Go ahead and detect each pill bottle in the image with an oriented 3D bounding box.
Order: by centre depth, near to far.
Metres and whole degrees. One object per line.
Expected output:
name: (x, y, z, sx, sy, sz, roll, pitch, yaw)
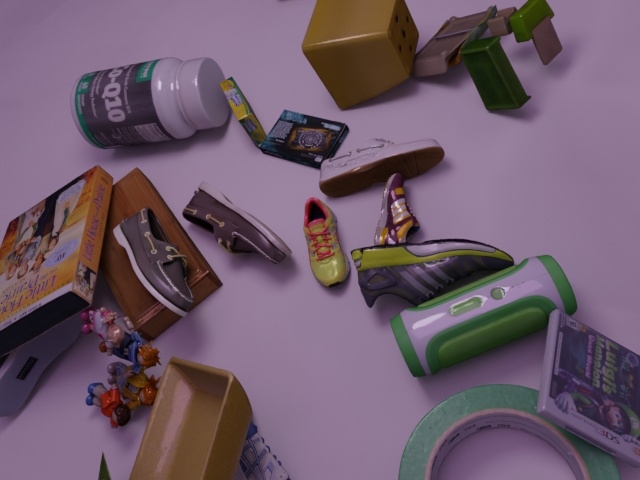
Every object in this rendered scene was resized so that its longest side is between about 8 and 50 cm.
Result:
pill bottle: (-0.431, -0.354, 1.597, 0.361, 0.204, 0.204, -5, 59, 18)

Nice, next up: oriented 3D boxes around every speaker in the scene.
speaker: (0.277, 0.131, 1.078, 0.297, 0.131, 0.131, -24, 55, 6)

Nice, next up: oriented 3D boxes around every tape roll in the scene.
tape roll: (0.281, 0.382, 0.941, 0.321, 0.077, 0.321, -8, 55, 11)

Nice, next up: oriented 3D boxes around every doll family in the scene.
doll family: (-0.383, 0.244, 1.243, 0.163, 0.118, 0.262, 14, 109, 43)

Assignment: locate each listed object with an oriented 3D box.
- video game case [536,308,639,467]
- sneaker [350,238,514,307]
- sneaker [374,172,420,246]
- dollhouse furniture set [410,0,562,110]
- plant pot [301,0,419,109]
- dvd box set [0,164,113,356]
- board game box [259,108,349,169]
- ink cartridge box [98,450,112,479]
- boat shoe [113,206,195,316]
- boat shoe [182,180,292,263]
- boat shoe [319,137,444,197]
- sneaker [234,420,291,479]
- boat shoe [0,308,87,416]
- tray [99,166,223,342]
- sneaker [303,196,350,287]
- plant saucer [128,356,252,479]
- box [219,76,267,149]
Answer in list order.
video game case: (0.418, 0.219, 0.948, 0.173, 0.022, 0.190, 29, 50, -4)
sneaker: (0.210, 0.061, 1.172, 0.300, 0.111, 0.121, -4, 94, 8)
sneaker: (0.166, -0.050, 1.274, 0.084, 0.069, 0.185, 7, 70, 16)
dollhouse furniture set: (0.365, -0.410, 1.407, 0.197, 0.151, 0.301, -45, 26, -16)
plant pot: (0.108, -0.457, 1.430, 0.187, 0.212, 0.212, 0, 60, 30)
dvd box set: (-0.619, 0.041, 1.398, 0.308, 0.062, 0.420, -28, 41, 16)
board game box: (-0.040, -0.243, 1.487, 0.186, 0.026, 0.126, 20, 69, 30)
ink cartridge box: (-0.390, 0.527, 1.058, 0.097, 0.188, 0.255, -7, 47, -31)
boat shoe: (-0.335, 0.036, 1.297, 0.091, 0.109, 0.305, -43, 51, -1)
boat shoe: (-0.190, -0.023, 1.364, 0.324, 0.116, 0.096, 34, 82, 37)
boat shoe: (0.124, -0.179, 1.342, 0.277, 0.098, 0.096, -14, 58, 15)
sneaker: (-0.120, 0.408, 1.097, 0.131, 0.112, 0.296, 6, 43, -16)
boat shoe: (-0.641, 0.237, 1.386, 0.105, 0.113, 0.306, 26, 84, 45)
tray: (-0.414, 0.018, 1.449, 0.203, 0.076, 0.411, -39, 56, -4)
sneaker: (0.000, 0.000, 1.285, 0.081, 0.094, 0.208, -20, 57, 7)
plant saucer: (-0.227, 0.380, 1.060, 0.333, 0.081, 0.332, -9, 62, 59)
box: (-0.186, -0.312, 1.538, 0.043, 0.105, 0.179, -29, 55, 4)
